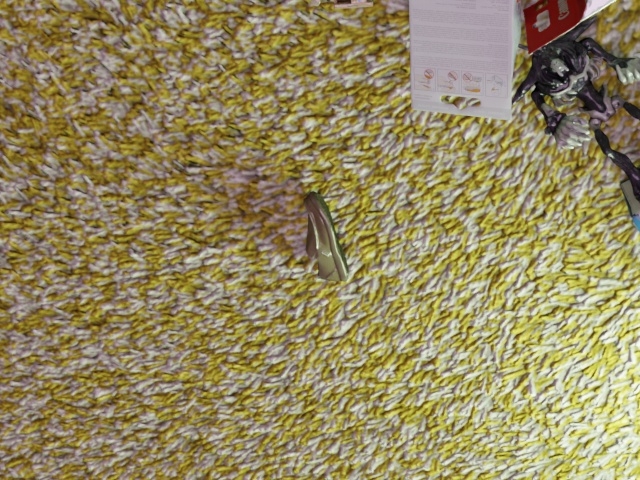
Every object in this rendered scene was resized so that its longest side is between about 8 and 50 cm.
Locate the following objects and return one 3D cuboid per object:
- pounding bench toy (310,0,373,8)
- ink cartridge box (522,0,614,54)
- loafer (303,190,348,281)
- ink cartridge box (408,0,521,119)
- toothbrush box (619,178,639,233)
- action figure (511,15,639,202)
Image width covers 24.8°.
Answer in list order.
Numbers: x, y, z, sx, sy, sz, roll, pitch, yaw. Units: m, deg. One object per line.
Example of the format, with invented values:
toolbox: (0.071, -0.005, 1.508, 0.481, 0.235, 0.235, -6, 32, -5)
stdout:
pounding bench toy: (0.026, -0.343, 1.909, 0.083, 0.052, 0.065, -3, 116, 6)
ink cartridge box: (0.341, -0.339, 1.818, 0.225, 0.181, 0.056, -29, 110, 19)
loafer: (0.000, 0.000, 2.079, 0.050, 0.056, 0.148, -17, 114, 5)
ink cartridge box: (0.192, -0.256, 1.928, 0.145, 0.045, 0.179, 8, 122, 19)
toothbrush box: (0.581, 0.010, 2.004, 0.216, 0.126, 0.295, -29, 110, 16)
action figure: (0.366, -0.185, 1.910, 0.276, 0.141, 0.164, 41, 95, -9)
